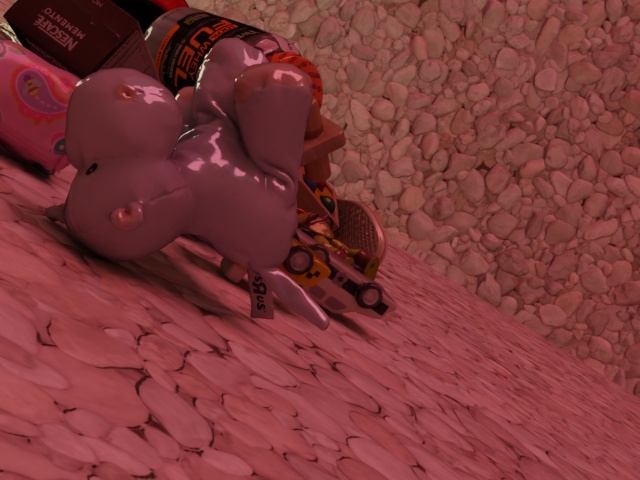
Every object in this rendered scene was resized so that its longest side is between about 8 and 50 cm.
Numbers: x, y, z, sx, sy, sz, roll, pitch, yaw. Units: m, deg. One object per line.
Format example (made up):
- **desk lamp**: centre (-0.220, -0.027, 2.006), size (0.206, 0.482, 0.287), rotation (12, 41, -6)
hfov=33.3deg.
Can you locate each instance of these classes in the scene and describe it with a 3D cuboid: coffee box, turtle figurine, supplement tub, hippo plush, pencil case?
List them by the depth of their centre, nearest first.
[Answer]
- **hippo plush**: centre (-0.154, -0.056, 1.056), size (0.236, 0.294, 0.234), rotation (-4, 4, -35)
- **pencil case**: centre (-0.386, -0.179, 1.162), size (0.284, 0.124, 0.124), rotation (29, 6, -24)
- **coffee box**: centre (-0.352, -0.273, 1.665), size (0.168, 0.119, 0.297), rotation (37, -13, 13)
- **turtle figurine**: centre (0.000, 0.000, 1.829), size (0.217, 0.087, 0.269), rotation (35, 6, 35)
- **supplement tub**: centre (-0.165, -0.293, 1.947), size (0.338, 0.207, 0.207), rotation (26, 0, 41)

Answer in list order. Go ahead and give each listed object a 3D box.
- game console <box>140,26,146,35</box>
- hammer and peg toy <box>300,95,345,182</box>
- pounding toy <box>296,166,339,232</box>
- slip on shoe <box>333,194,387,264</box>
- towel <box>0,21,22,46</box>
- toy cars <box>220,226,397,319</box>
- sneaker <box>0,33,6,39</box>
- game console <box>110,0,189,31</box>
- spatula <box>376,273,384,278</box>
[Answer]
- **game console**: centre (-0.441, -0.396, 2.185), size (0.293, 0.250, 0.173), rotation (38, 32, -16)
- **hammer and peg toy**: centre (-0.157, -0.162, 1.516), size (0.361, 0.266, 0.127), rotation (39, -31, 48)
- **pounding toy**: centre (-0.055, -0.123, 2.004), size (0.206, 0.094, 0.181), rotation (49, 19, -27)
- **slip on shoe**: centre (0.064, -0.010, 2.042), size (0.101, 0.123, 0.331), rotation (31, 3, -21)
- **towel**: centre (-0.490, -0.309, 2.055), size (0.248, 0.038, 0.325), rotation (39, -2, -40)
- **toy cars**: centre (-0.040, 0.032, 1.370), size (0.176, 0.087, 0.393), rotation (41, 6, 30)
- **sneaker**: centre (-0.538, -0.339, 1.561), size (0.283, 0.122, 0.110), rotation (34, 21, -24)
- **game console**: centre (-0.364, -0.387, 2.217), size (0.342, 0.060, 0.386), rotation (14, -31, 31)
- **spatula**: centre (0.013, 0.017, 2.122), size (0.168, 0.019, 0.242), rotation (37, 7, 36)
